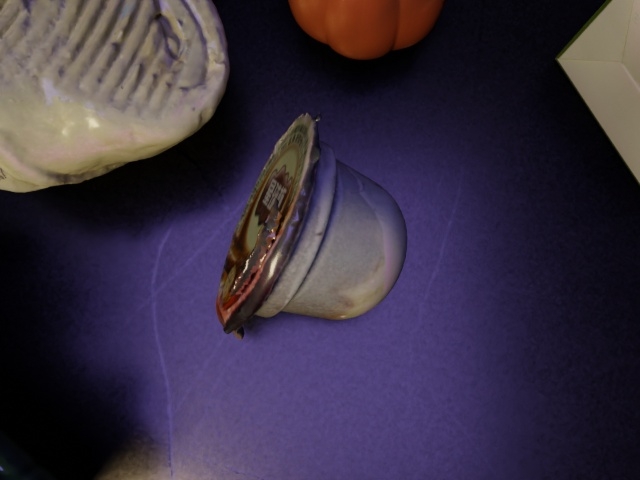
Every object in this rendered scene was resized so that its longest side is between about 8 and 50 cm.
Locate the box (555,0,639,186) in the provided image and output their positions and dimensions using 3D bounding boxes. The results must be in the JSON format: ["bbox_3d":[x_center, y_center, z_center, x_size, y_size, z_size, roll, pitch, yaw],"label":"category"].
[{"bbox_3d":[0.368,-0.167,0.542,0.148,0.177,0.195,-28,82,-6],"label":"box"}]

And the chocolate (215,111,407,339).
[{"bbox_3d":[0.000,0.008,0.525,0.147,0.221,0.221,28,81,-15],"label":"chocolate"}]

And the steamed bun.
[{"bbox_3d":[-0.240,-0.174,0.540,0.280,0.207,0.268,-15,85,-30],"label":"steamed bun"}]

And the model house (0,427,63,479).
[{"bbox_3d":[-0.416,0.141,0.379,0.400,0.395,0.445,-43,95,-8],"label":"model house"}]

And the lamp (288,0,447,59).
[{"bbox_3d":[0.049,-0.283,0.568,0.188,0.164,0.187,0,82,2],"label":"lamp"}]
